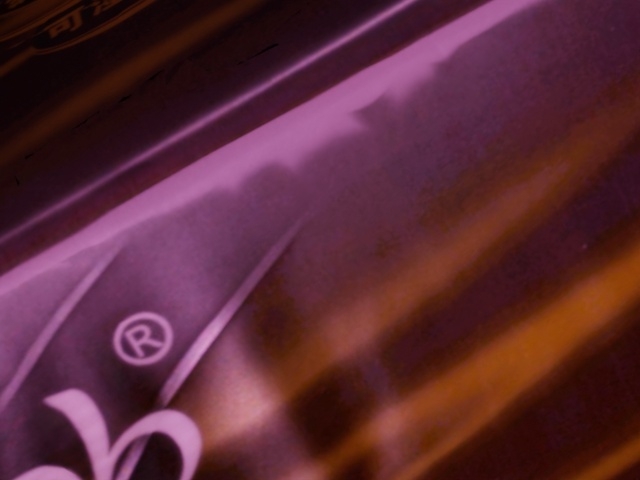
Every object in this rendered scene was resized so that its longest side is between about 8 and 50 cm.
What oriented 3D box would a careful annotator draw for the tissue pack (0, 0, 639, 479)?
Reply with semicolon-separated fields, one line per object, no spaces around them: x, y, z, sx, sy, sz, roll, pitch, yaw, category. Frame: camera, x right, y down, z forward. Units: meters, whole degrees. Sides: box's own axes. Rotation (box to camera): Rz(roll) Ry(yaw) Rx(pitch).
0.000;0.000;0.465;0.370;0.210;0.198;-30;123;-3;tissue pack
